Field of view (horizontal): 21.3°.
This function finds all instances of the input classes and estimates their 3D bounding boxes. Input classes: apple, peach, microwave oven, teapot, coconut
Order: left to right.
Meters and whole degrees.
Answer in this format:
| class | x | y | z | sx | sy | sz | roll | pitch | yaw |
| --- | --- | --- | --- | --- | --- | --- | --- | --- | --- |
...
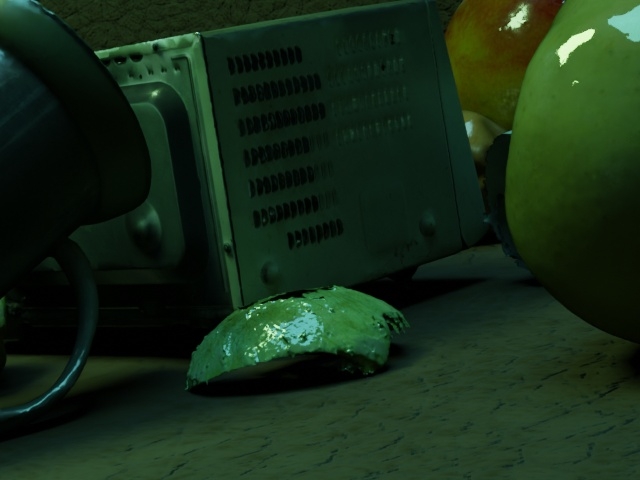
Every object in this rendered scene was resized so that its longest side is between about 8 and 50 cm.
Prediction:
| class | x | y | z | sx | sy | sz | roll | pitch | yaw |
| --- | --- | --- | --- | --- | --- | --- | --- | --- | --- |
| teapot | -0.277 | 0.018 | 1.143 | 0.337 | 0.270 | 0.200 | -45 | 0 | -31 |
| microwave oven | -0.107 | -0.053 | 1.462 | 0.394 | 0.247 | 0.333 | -3 | 11 | 45 |
| coconut | -0.009 | 0.063 | 1.173 | 0.158 | 0.055 | 0.133 | -16 | 8 | -35 |
| peach | 0.314 | -0.255 | 2.391 | 0.308 | 0.308 | 0.332 | -12 | 2 | -20 |
| apple | 0.239 | -0.057 | 1.032 | 0.262 | 0.262 | 0.262 | -9 | 7 | 1 |

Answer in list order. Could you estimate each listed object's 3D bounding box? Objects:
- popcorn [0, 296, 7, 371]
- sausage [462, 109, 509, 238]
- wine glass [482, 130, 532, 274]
| class | x | y | z | sx | sy | sz | roll | pitch | yaw |
| --- | --- | --- | --- | --- | --- | --- | --- | --- | --- |
| popcorn | -0.340 | 0.031 | 1.332 | 0.185 | 0.187 | 0.167 | -24 | 39 | -12 |
| sausage | 0.107 | -0.061 | 1.721 | 0.241 | 0.136 | 0.120 | 1 | 39 | 45 |
| wine glass | 0.297 | -0.057 | 1.394 | 0.321 | 0.143 | 0.143 | -12 | 7 | -13 |
